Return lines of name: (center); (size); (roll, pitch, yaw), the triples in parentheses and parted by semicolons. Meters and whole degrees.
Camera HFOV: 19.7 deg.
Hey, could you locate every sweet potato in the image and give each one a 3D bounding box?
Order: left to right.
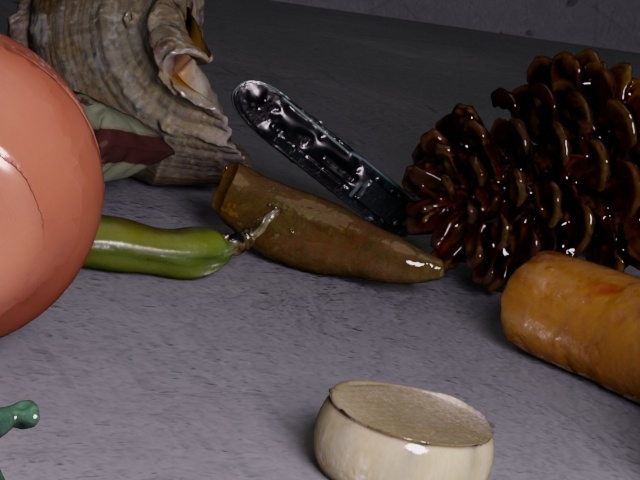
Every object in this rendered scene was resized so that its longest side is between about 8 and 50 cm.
sweet potato: (0.000, 0.000, 1.693); (0.243, 0.077, 0.077); (26, 18, 20)

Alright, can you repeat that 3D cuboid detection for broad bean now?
broad bean: (-0.192, -0.003, 1.572); (0.325, 0.067, 0.075); (9, 44, -19)

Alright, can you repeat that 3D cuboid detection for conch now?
conch: (-0.190, -0.164, 1.898); (0.210, 0.297, 0.352); (-30, 22, 9)

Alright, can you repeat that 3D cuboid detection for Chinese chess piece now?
Chinese chess piece: (0.055, 0.136, 1.230); (0.122, 0.051, 0.122); (13, 13, -3)

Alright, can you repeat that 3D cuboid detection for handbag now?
handbag: (-0.288, -0.099, 1.742); (0.235, 0.127, 0.213); (6, 7, 32)

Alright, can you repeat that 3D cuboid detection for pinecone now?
pinecone: (0.206, -0.059, 1.755); (0.292, 0.246, 0.246); (-10, 23, -31)

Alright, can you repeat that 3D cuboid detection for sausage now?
sausage: (0.266, 0.088, 1.492); (0.109, 0.109, 0.270); (0, 17, -39)

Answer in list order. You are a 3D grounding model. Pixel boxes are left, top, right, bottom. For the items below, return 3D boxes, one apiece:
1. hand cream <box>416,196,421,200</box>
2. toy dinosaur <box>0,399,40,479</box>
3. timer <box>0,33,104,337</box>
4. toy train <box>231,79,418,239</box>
hand cream: (0.205, -0.027, 2.005); (0.205, 0.050, 0.078); (14, 11, -8)
toy dinosaur: (-0.226, 0.114, 1.040); (0.120, 0.079, 0.292); (8, 11, -21)
timer: (-0.268, -0.039, 1.295); (0.229, 0.230, 0.215); (7, 15, -15)
toy train: (0.003, -0.085, 1.846); (0.234, 0.052, 0.051); (37, 3, -16)
